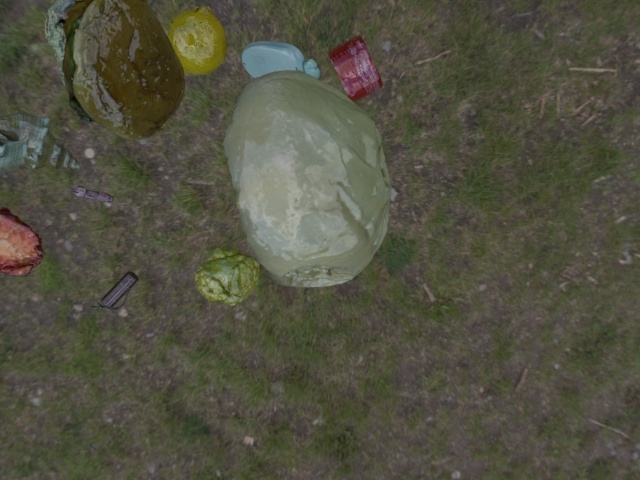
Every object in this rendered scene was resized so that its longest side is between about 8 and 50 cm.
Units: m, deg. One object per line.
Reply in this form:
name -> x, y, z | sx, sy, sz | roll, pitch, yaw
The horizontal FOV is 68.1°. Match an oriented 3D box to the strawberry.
strawberry -> -0.513, -0.003, 0.706 | 0.188, 0.082, 0.121 | 25, 89, -22

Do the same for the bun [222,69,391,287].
bun -> 0.011, -0.096, 0.763 | 0.202, 0.364, 0.364 | -8, 99, 16

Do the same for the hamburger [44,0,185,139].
hamburger -> -0.382, -0.346, 0.926 | 0.134, 0.285, 0.265 | 18, 65, 21

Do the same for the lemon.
lemon -> -0.362, -0.588, 1.398 | 0.174, 0.173, 0.206 | 17, 126, -5

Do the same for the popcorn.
popcorn -> -0.352, 0.137, 1.806 | 0.256, 0.255, 0.195 | -19, 126, -5

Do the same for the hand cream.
hand cream -> 0.136, -0.661, 1.832 | 0.149, 0.230, 0.230 | -24, 99, 13

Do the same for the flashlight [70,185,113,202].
flashlight -> -0.623, -0.128, 1.294 | 0.110, 0.052, 0.031 | 13, 99, -38

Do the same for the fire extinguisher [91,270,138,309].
fire extinguisher -> -0.637, 0.169, 1.495 | 0.157, 0.045, 0.078 | -46, 129, 2

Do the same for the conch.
conch -> -0.547, -0.163, 0.821 | 0.234, 0.137, 0.114 | -2, 129, -42

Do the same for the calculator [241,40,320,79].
calculator -> -0.143, -0.611, 1.661 | 0.295, 0.184, 0.042 | 14, 61, 18
